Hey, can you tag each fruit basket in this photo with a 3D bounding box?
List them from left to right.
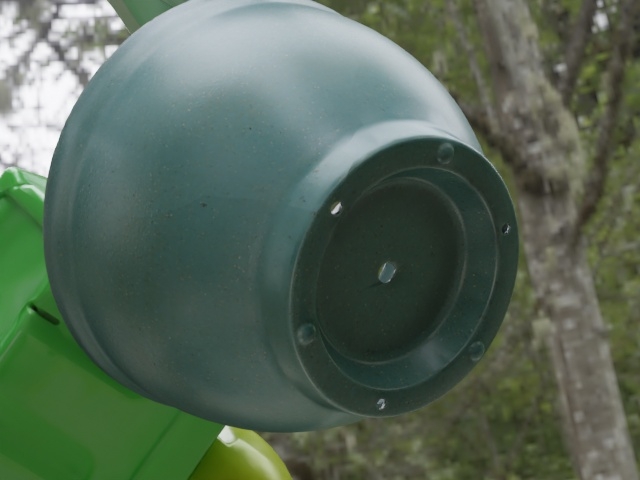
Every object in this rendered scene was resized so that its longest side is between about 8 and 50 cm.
[{"bbox_3d":[-0.156,0.175,1.149,0.392,0.283,0.392,-13,-64,-28],"label":"fruit basket"}]

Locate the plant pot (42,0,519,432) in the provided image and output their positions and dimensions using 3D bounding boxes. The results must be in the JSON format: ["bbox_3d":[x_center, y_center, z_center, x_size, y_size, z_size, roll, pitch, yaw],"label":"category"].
[{"bbox_3d":[0.000,0.000,0.935,0.293,0.293,0.196,18,4,-39],"label":"plant pot"}]

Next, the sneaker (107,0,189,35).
[{"bbox_3d":[-0.121,-0.246,1.063,0.256,0.094,0.151,48,-48,-11],"label":"sneaker"}]
